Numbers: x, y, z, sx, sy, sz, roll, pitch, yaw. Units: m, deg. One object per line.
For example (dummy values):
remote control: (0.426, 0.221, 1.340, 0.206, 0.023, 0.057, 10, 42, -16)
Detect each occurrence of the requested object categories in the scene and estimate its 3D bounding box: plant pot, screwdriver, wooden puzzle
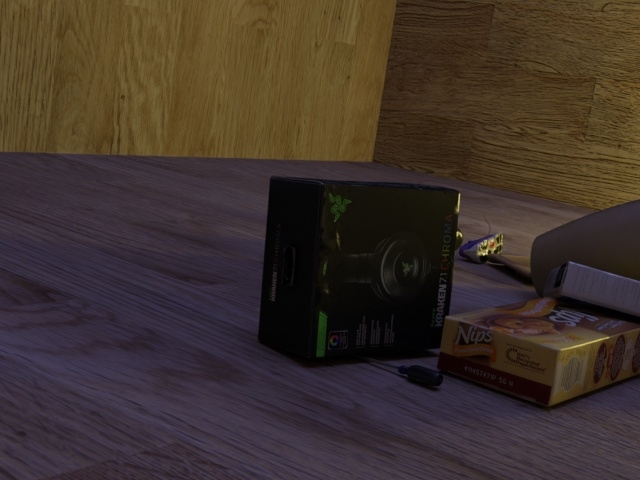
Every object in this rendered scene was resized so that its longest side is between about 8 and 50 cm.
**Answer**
plant pot: (0.565, 0.045, 1.985, 0.274, 0.256, 0.256, -6, 2, 31)
screwdriver: (0.101, 0.176, 1.409, 0.170, 0.024, 0.025, 9, -22, 46)
wooden puzzle: (0.524, 0.071, 2.297, 0.221, 0.044, 0.239, 5, 6, -17)

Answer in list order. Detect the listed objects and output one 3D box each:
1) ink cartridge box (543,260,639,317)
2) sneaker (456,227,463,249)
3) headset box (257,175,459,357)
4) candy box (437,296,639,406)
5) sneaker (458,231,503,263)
ink cartridge box: (0.539, 0.112, 1.688, 0.307, 0.072, 0.303, 15, -4, 8)
sneaker: (0.201, 0.021, 2.174, 0.286, 0.109, 0.130, -9, 24, -31)
headset box: (0.049, 0.034, 1.474, 0.283, 0.246, 0.131, 2, 6, -38)
candy box: (0.337, 0.156, 1.498, 0.183, 0.087, 0.317, 16, 12, 38)
sneaker: (0.388, 0.013, 2.428, 0.071, 0.068, 0.170, 8, 9, 35)
